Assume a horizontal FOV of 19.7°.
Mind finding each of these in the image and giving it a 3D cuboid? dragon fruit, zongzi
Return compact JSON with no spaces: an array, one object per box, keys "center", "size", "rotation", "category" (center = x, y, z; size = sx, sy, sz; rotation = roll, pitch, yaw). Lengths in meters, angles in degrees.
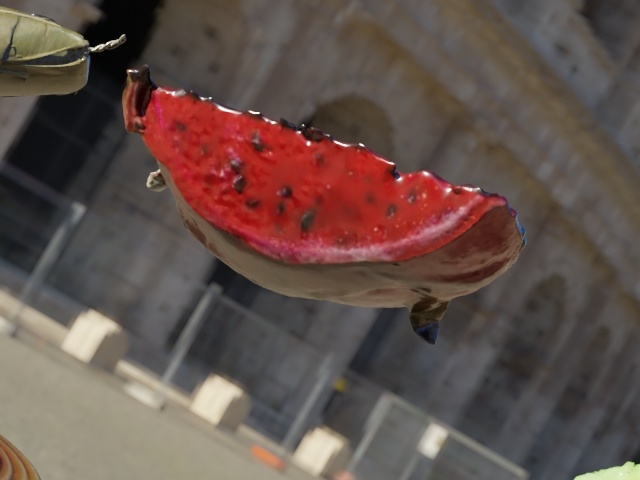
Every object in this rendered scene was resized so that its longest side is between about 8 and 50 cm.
[{"center":[0.000,0.000,1.518],"size":[0.343,0.100,0.282],"rotation":[17,-19,18],"category":"dragon fruit"},{"center":[-0.270,-0.151,1.617],"size":[0.189,0.081,0.178],"rotation":[12,20,-11],"category":"zongzi"}]

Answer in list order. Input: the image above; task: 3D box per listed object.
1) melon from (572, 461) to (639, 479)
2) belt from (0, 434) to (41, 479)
[{"center":[0.230,0.215,0.920],"size":[0.265,0.169,0.129],"rotation":[18,31,30],"category":"melon"},{"center":[-0.328,0.187,1.309],"size":[0.217,0.122,0.339],"rotation":[33,4,10],"category":"belt"}]
